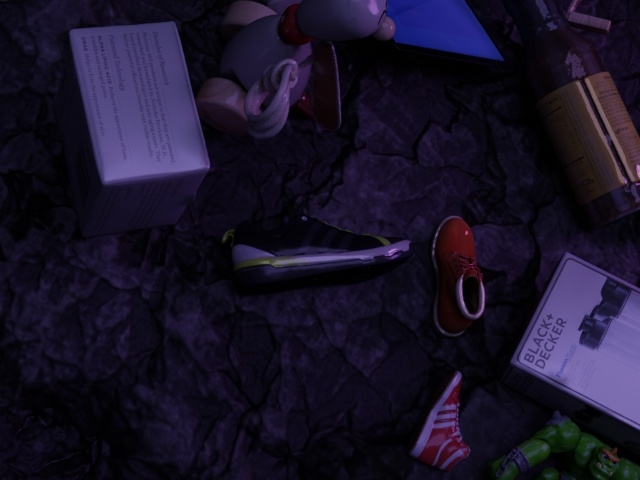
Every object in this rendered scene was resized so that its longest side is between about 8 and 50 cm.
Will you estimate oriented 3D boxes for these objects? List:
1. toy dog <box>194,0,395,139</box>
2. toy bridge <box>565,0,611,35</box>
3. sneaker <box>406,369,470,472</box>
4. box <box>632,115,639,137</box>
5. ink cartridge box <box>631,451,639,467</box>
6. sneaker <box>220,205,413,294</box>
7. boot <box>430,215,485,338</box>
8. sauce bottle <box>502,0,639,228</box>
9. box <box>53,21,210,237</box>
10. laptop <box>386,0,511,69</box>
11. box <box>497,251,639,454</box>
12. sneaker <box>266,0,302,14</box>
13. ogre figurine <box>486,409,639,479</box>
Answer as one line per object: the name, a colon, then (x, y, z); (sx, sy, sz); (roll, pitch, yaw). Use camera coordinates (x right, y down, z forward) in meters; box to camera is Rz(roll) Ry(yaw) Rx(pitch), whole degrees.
toy dog: (-0.013, -0.201, 1.287); (0.161, 0.334, 0.220); (27, 90, -27)
toy bridge: (0.375, -0.304, 1.557); (0.063, 0.026, 0.188); (18, 85, 17)
sneaker: (0.157, 0.219, 1.325); (0.067, 0.042, 0.118); (31, 73, -3)
box: (0.476, -0.097, 1.503); (0.042, 0.109, 0.178); (0, 73, -15)
ink cartridge box: (0.477, 0.316, 1.391); (0.165, 0.065, 0.332); (10, 68, -15)
sneaker: (0.000, 0.000, 1.322); (0.235, 0.084, 0.097); (-6, 73, -21)
boot: (0.176, 0.036, 1.371); (0.059, 0.084, 0.158); (8, 69, -15)
sauce bottle: (0.343, -0.190, 1.482); (0.111, 0.111, 0.344); (-17, 82, -23)
box: (-0.215, -0.120, 1.234); (0.119, 0.181, 0.182); (-9, 75, -22)
laptop: (0.155, -0.373, 1.421); (0.234, 0.137, 0.264); (-1, 108, -45)
box: (0.384, 0.159, 1.347); (0.290, 0.087, 0.169); (28, 72, 10)
sneaker: (0.016, -0.330, 1.449); (0.212, 0.080, 0.094); (-8, 68, -32)
ogre figurine: (0.305, 0.286, 1.330); (0.197, 0.097, 0.118); (32, 83, 10)
